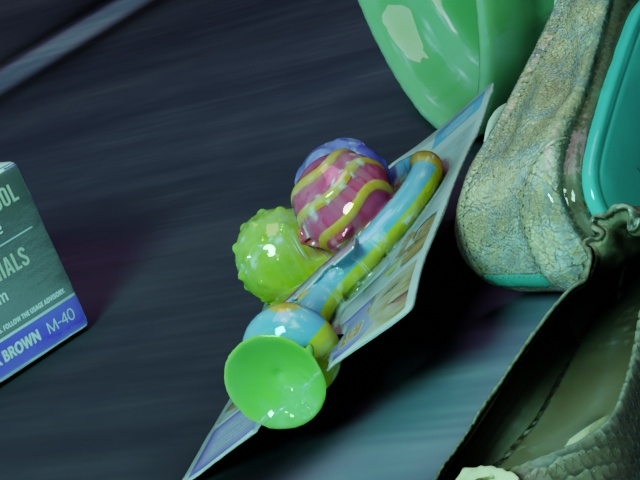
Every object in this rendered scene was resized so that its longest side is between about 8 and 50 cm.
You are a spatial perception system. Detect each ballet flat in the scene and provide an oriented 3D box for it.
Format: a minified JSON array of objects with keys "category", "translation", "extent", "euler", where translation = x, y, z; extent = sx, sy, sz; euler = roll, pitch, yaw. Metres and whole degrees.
[{"category":"ballet flat","translation":[0.085,0.053,0.692],"extent":[0.084,0.058,0.250],"euler":[-11,22,36]},{"category":"ballet flat","translation":[0.138,-0.099,0.910],"extent":[0.106,0.107,0.316],"euler":[-22,28,48]}]

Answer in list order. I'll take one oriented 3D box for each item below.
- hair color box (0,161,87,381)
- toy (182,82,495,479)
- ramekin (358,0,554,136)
[{"category":"hair color box","translation":[-0.306,0.044,1.129],"extent":[0.185,0.110,0.339],"euler":[-34,19,-33]},{"category":"toy","translation":[0.000,0.000,0.891],"extent":[0.137,0.056,0.237],"euler":[-40,14,27]},{"category":"ramekin","translation":[0.098,-0.220,1.088],"extent":[0.148,0.303,0.303],"euler":[-19,17,-9]}]
